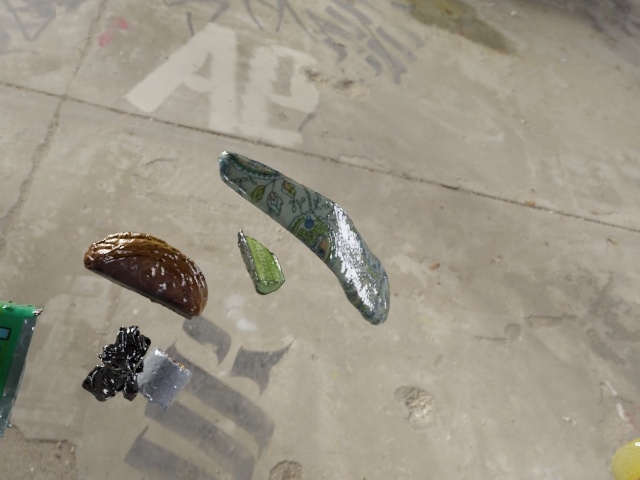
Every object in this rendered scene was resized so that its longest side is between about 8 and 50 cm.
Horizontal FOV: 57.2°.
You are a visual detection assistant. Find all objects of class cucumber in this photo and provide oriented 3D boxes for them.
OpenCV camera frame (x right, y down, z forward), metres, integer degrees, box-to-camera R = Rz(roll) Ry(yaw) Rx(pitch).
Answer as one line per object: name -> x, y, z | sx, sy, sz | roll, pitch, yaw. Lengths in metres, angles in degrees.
cucumber -> -0.115, 0.045, 1.129 | 0.070, 0.046, 0.220 | 14, 21, -23

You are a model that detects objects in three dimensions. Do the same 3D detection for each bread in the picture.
bread -> 0.494, 0.337, 0.855 | 0.125, 0.156, 0.086 | 18, 43, -21

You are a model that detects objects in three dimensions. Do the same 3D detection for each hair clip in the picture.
hair clip -> 0.002, 0.000, 0.503 | 0.229, 0.036, 0.066 | 43, 52, -32

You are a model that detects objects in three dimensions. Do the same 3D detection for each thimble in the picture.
thimble -> -0.414, 0.356, 1.521 | 0.127, 0.151, 0.118 | 37, 77, 1

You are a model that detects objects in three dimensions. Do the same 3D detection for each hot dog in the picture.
hot dog -> -0.298, 0.058, 1.041 | 0.227, 0.160, 0.099 | 35, 69, -21

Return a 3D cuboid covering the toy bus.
toy bus -> -0.851, 0.312, 1.498 | 0.199, 0.183, 0.344 | 17, 81, -24

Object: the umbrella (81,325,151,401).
umbrella -> -0.470, 0.305, 1.360 | 0.122, 0.272, 0.110 | 3, 50, -34
